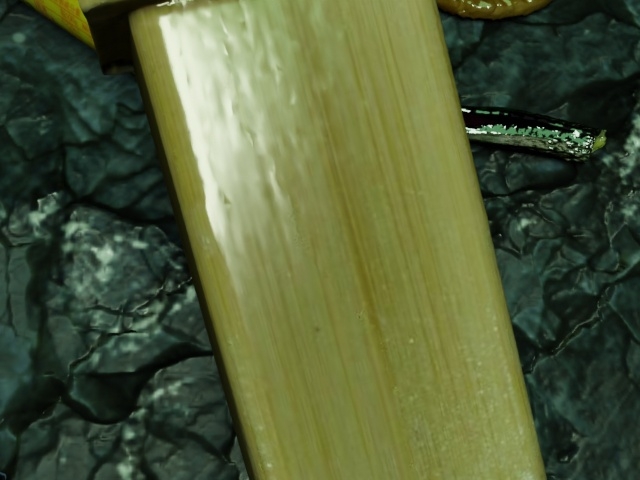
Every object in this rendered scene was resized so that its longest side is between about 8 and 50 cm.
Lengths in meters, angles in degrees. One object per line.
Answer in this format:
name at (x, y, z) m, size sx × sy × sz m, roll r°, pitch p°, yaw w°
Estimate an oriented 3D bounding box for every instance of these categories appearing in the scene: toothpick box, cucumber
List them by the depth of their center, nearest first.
toothpick box at (0.000, 0.000, 0.432) m, size 0.188 × 0.190 × 0.307 m, roll -16°, pitch 96°, yaw -13°
cucumber at (0.163, -0.088, 0.605) m, size 0.135 × 0.033 × 0.034 m, roll 12°, pitch 30°, yaw 0°

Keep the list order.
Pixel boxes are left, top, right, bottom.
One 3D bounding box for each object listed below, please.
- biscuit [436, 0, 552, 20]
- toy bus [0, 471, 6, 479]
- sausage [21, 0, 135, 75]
biscuit at (0.142, -0.277, 0.682) m, size 0.188 × 0.027 × 0.187 m, roll 1°, pitch 68°, yaw -3°
toy bus at (-0.238, 0.208, 0.426) m, size 0.076 × 0.073 × 0.167 m, roll 10°, pitch 64°, yaw 2°
sausage at (-0.164, -0.212, 0.574) m, size 0.347 × 0.123 × 0.123 m, roll 34°, pitch 69°, yaw 7°
